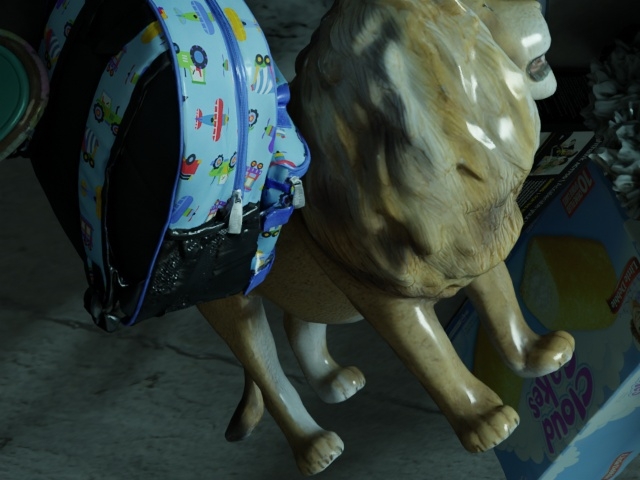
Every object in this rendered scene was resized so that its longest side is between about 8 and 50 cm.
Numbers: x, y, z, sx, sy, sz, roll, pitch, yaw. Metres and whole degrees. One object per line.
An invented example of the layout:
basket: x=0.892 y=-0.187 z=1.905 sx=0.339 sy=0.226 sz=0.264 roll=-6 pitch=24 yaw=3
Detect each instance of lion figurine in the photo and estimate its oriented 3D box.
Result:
lion figurine: x=0.000 y=0.000 z=1.115 sx=0.392 sy=0.240 sz=0.142 roll=-21 pitch=-164 yaw=50

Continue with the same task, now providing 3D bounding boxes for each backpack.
backpack: x=-0.076 y=-0.067 z=0.974 sx=0.117 sy=0.158 sz=0.173 roll=-13 pitch=143 yaw=-28

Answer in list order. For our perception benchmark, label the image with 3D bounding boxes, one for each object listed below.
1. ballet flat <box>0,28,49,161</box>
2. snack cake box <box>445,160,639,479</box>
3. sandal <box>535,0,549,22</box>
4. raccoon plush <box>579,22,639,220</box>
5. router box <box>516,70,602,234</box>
ballet flat: x=-0.217 y=-0.045 z=1.005 sx=0.221 sy=0.077 sz=0.079 roll=-27 pitch=172 yaw=21
snack cake box: x=0.196 y=0.057 z=1.404 sx=0.089 sy=0.152 sz=0.264 roll=-8 pitch=150 yaw=-26
sandal: x=0.080 y=-0.140 z=1.055 sx=0.097 sy=0.054 sz=0.254 roll=-20 pitch=154 yaw=-3
raccoon plush: x=0.367 y=-0.077 z=1.182 sx=0.299 sy=0.216 sz=0.446 roll=-37 pitch=138 yaw=24
router box: x=0.089 y=-0.038 z=1.263 sx=0.133 sy=0.046 sz=0.179 roll=-2 pitch=148 yaw=-35
